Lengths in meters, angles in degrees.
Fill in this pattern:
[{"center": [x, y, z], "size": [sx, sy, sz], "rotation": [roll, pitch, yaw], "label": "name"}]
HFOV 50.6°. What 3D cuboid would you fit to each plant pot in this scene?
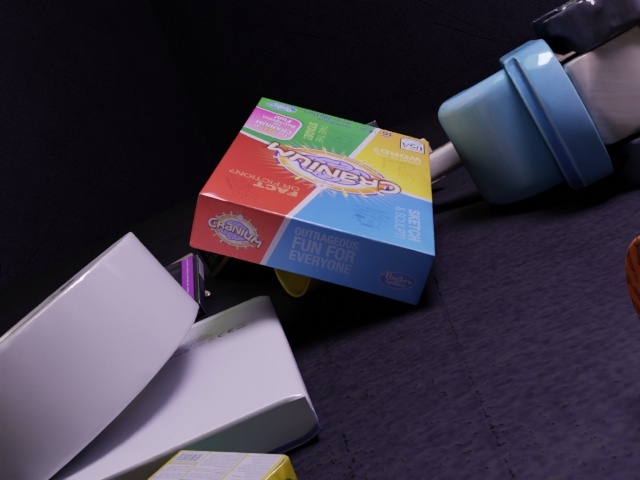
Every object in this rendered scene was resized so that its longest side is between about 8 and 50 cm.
[{"center": [0.000, 0.000, 0.882], "size": [0.095, 0.134, 0.134], "rotation": [-9, 5, -25], "label": "plant pot"}]

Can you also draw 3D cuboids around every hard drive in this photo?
[{"center": [-0.126, 0.141, 0.634], "size": [0.210, 0.040, 0.319], "rotation": [-23, 11, -5], "label": "hard drive"}]

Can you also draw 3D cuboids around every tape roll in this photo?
[{"center": [-0.250, 0.120, 0.616], "size": [0.286, 0.100, 0.286], "rotation": [-37, 13, 10], "label": "tape roll"}]

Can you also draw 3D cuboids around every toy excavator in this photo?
[{"center": [0.239, -0.149, 0.967], "size": [0.445, 0.222, 0.433], "rotation": [-27, 8, 18], "label": "toy excavator"}]

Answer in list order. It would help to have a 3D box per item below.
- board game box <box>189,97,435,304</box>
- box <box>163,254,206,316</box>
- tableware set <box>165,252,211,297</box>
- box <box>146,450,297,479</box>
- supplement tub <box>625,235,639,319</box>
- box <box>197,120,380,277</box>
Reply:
[{"center": [0.009, -0.064, 0.802], "size": [0.242, 0.064, 0.316], "rotation": [14, 30, -1], "label": "board game box"}, {"center": [-0.252, 0.092, 1.015], "size": [0.162, 0.029, 0.116], "rotation": [-19, 38, 3], "label": "box"}, {"center": [-0.270, 0.101, 1.088], "size": [0.194, 0.039, 0.128], "rotation": [-28, 27, -6], "label": "tableware set"}, {"center": [-0.099, 0.187, 0.376], "size": [0.105, 0.043, 0.179], "rotation": [-12, 13, 38], "label": "box"}, {"center": [0.272, 0.004, 0.356], "size": [0.190, 0.117, 0.117], "rotation": [-23, 11, -3], "label": "supplement tub"}, {"center": [-0.052, -0.058, 1.105], "size": [0.257, 0.079, 0.322], "rotation": [-28, -5, -25], "label": "box"}]
